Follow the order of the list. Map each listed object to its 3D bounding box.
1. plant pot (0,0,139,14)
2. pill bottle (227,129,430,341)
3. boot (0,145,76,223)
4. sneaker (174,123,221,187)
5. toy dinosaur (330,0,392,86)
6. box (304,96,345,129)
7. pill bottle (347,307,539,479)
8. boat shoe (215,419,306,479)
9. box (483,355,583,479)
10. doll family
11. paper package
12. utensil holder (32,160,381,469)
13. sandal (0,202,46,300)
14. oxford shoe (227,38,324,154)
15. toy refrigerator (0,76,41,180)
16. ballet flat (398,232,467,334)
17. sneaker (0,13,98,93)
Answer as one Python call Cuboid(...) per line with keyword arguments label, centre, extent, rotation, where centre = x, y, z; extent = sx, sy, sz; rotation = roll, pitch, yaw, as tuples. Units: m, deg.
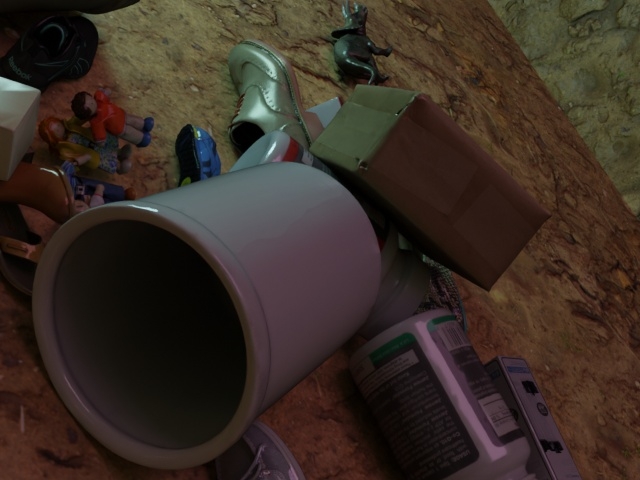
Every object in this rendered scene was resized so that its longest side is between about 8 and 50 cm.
Cuboid(label="plant pot", centre=(-0.460, -0.492, 1.482), extent=(0.323, 0.323, 0.280), rotation=(51, 48, 2))
Cuboid(label="pill bottle", centre=(0.000, 0.000, 1.579), extent=(0.363, 0.210, 0.210), rotation=(38, 34, -17))
Cuboid(label="boot", centre=(-0.424, -0.065, 1.221), extent=(0.152, 0.073, 0.197), rotation=(-18, 41, -41))
Cuboid(label="sneaker", centre=(-0.198, -0.109, 1.587), extent=(0.082, 0.069, 0.209), rotation=(29, 37, -36))
Cuboid(label="toy dinosaur", centre=(0.087, -0.447, 2.275), extent=(0.160, 0.121, 0.313), rotation=(25, 42, -14))
Cuboid(label="box", centre=(0.041, -0.191, 1.875), extent=(0.170, 0.091, 0.130), rotation=(27, 45, -67))
Cuboid(label="pill bottle", centre=(0.210, 0.309, 1.519), extent=(0.204, 0.204, 0.361), rotation=(-2, 58, -52))
Cuboid(label="boat shoe", centre=(-0.075, 0.380, 1.185), extent=(0.103, 0.118, 0.320), rotation=(14, 53, -49))
Cuboid(label="box", centre=(0.337, 0.369, 1.646), extent=(0.087, 0.169, 0.290), rotation=(12, 49, -45))
Cuboid(label="doll family", centre=(-0.348, -0.097, 1.377), extent=(0.163, 0.118, 0.263), rotation=(20, 60, -47))
Cuboid(label="paper package", centre=(0.174, -0.101, 1.580), extent=(0.325, 0.168, 0.309), rotation=(39, -1, -21))
Cuboid(label="utensil holder", centre=(-0.130, 0.074, 1.250), extent=(0.327, 0.327, 0.385), rotation=(53, 29, 5))
Cuboid(label="sandal", centre=(-0.396, 0.006, 1.241), extent=(0.072, 0.049, 0.180), rotation=(-1, 57, -53))
Cuboid(label="oxford shoe", centre=(-0.115, -0.252, 1.779), extent=(0.146, 0.140, 0.397), rotation=(-12, 47, -23))
Cuboid(label="toy refrigerator", centre=(-0.506, -0.172, 1.179), extent=(0.269, 0.094, 0.102), rotation=(17, 39, -7))
Cuboid(label="ballet flat", centre=(0.168, 0.006, 1.846), extent=(0.182, 0.164, 0.483), rotation=(18, 46, -26))
Cuboid(label="sneaker", centre=(-0.416, -0.311, 1.498), extent=(0.101, 0.106, 0.267), rotation=(41, 32, -11))
